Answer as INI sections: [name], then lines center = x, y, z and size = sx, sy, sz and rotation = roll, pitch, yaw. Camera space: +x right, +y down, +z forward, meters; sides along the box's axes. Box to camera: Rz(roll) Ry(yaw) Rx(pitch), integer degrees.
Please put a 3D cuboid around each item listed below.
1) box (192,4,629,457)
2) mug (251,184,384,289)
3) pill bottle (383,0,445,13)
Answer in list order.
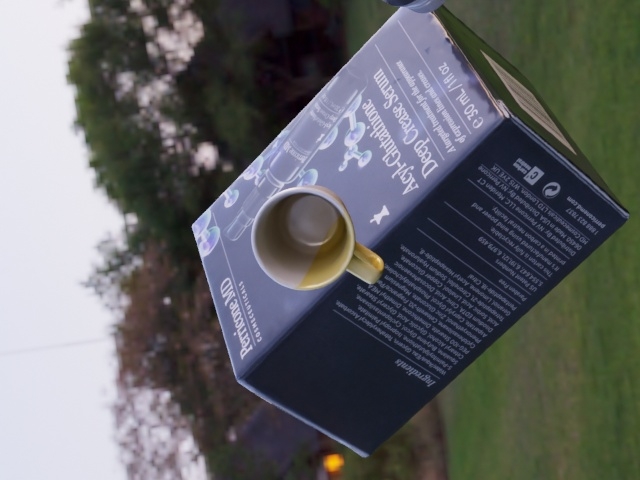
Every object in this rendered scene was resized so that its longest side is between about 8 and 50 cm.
[box]
center = 0.081, -0.020, 1.515
size = 0.212, 0.395, 0.293
rotation = 34, -161, -33
[mug]
center = -0.004, 0.000, 0.851
size = 0.078, 0.062, 0.064
rotation = 62, -170, -8
[pill bottle]
center = 0.071, -0.282, 1.393
size = 0.137, 0.078, 0.078
rotation = 18, -122, -48
